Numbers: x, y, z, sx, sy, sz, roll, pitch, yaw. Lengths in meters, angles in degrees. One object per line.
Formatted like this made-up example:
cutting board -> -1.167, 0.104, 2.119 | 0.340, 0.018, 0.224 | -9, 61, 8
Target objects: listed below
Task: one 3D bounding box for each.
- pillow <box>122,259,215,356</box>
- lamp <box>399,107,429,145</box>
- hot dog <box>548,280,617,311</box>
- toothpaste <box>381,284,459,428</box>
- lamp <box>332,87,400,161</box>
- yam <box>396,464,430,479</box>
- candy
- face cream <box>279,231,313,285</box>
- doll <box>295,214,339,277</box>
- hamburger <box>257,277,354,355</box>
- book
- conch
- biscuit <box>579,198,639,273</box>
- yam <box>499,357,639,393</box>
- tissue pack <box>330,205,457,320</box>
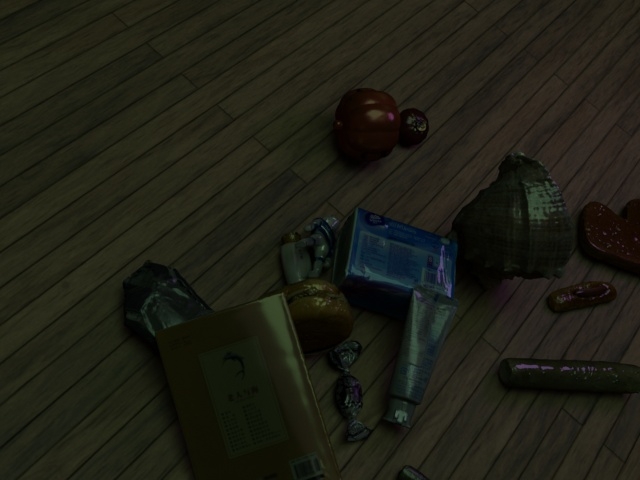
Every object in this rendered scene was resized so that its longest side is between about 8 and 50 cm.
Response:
pillow -> -0.272, 0.180, 1.620 | 0.335, 0.092, 0.161 | 39, 55, 5
lamp -> 0.245, -0.306, 2.134 | 0.101, 0.090, 0.101 | -1, 93, -32
hot dog -> 0.679, 0.138, 2.050 | 0.215, 0.047, 0.066 | -6, 59, -24
toothpaste -> 0.208, 0.251, 1.710 | 0.114, 0.073, 0.299 | 22, 78, -12
lamp -> 0.109, -0.293, 2.015 | 0.163, 0.188, 0.188 | -3, 61, -18
yam -> 0.203, 0.502, 1.636 | 0.094, 0.043, 0.043 | 38, 54, 6
candy -> 0.067, 0.319, 1.693 | 0.094, 0.051, 0.226 | 9, 57, -20
face cream -> -0.051, 0.067, 1.804 | 0.072, 0.051, 0.182 | 6, 56, -31
doll -> 0.000, 0.000, 1.841 | 0.114, 0.057, 0.227 | 63, 28, -16
hamburger -> -0.029, 0.161, 1.661 | 0.213, 0.214, 0.108 | 3, 55, -20
book -> -0.139, 0.317, 1.516 | 0.269, 0.032, 0.389 | -16, 79, -5
conch -> 0.435, -0.018, 1.870 | 0.210, 0.352, 0.297 | -33, 44, -31
biscuit -> 0.840, -0.027, 2.216 | 0.277, 0.052, 0.262 | 16, 50, -11
yam -> 0.599, 0.320, 1.885 | 0.371, 0.083, 0.083 | 7, 57, -16
tissue pack -> 0.169, 0.068, 1.831 | 0.263, 0.146, 0.198 | 17, 56, -10
